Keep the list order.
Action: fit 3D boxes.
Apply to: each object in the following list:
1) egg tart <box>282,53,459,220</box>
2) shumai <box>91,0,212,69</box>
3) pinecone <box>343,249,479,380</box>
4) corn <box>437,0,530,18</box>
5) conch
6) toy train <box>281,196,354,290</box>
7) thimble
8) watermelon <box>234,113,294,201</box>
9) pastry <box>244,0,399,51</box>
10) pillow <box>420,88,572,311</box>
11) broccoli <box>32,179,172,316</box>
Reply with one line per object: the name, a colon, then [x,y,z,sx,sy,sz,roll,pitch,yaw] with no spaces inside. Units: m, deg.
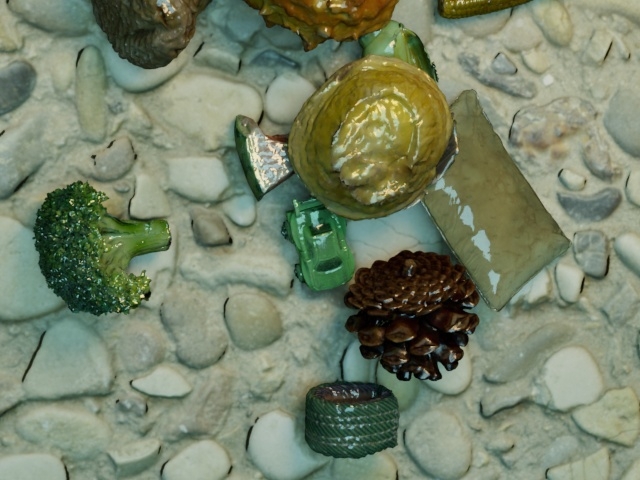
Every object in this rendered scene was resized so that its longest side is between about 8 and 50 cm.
egg tart: [0.076,-0.142,1.803,0.252,0.098,0.232,-13,99,-7]
shumai: [-0.210,-0.338,1.778,0.175,0.206,0.166,-34,105,-25]
pinecone: [0.137,0.115,1.880,0.207,0.208,0.208,-1,97,-9]
corn: [0.279,-0.382,1.892,0.231,0.080,0.080,-16,99,-5]
conch: [0.111,-0.261,1.881,0.095,0.079,0.201,-47,121,-6]
toy train: [0.000,0.000,1.896,0.099,0.081,0.149,-16,99,-7]
thimble: [0.044,0.264,1.919,0.135,0.118,0.090,-4,103,-24]
watermelon: [-0.051,-0.109,1.870,0.158,0.098,0.121,9,96,-14]
pastry: [-0.004,-0.478,1.723,0.337,0.292,0.405,26,100,-28]
pillow: [0.238,-0.065,1.918,0.185,0.075,0.302,-39,100,-23]
broccoli: [-0.297,0.009,1.822,0.194,0.194,0.220,-30,63,-4]
